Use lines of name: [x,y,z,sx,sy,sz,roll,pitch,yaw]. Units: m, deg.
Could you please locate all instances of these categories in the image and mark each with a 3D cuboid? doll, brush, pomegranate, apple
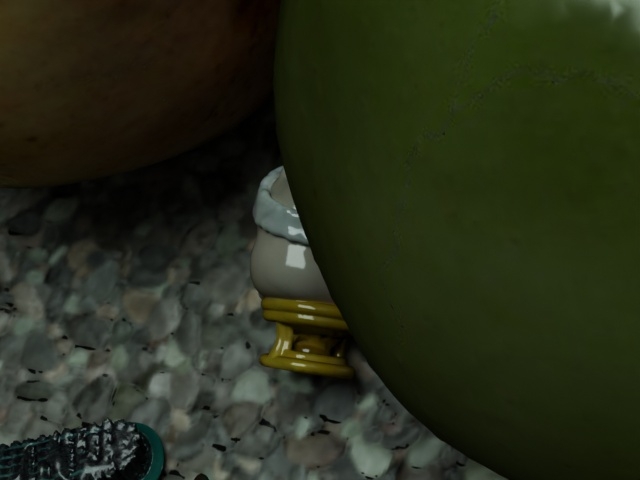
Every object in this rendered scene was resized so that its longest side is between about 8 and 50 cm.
doll: [0.000,0.000,0.713,0.073,0.084,0.127,9,86,-12]
brush: [-0.171,0.122,0.727,0.193,0.032,0.043,-13,60,9]
pomegranate: [-0.109,-0.190,0.708,0.338,0.338,0.338,-8,60,14]
apple: [0.143,-0.065,0.561,0.357,0.357,0.357,-8,60,14]

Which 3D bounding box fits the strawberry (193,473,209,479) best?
strawberry: [-0.036,0.202,0.571,0.201,0.187,0.184,-68,25,14]
